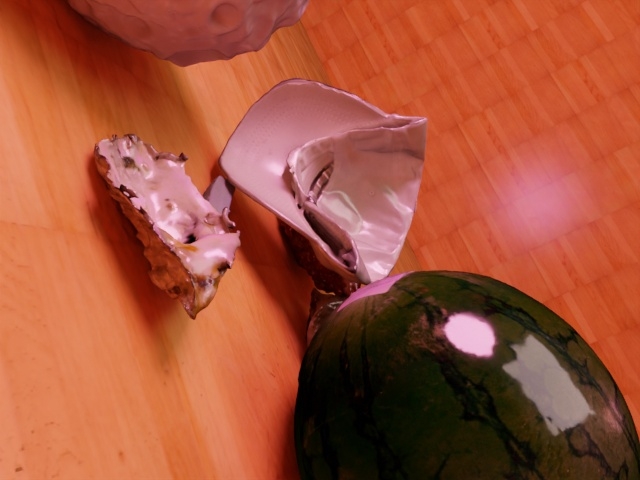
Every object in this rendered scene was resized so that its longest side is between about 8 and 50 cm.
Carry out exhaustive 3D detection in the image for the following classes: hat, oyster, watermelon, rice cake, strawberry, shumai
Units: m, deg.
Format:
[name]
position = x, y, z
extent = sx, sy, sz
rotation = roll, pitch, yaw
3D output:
[hat]
position = 0.002, -0.079, 0.709
extent = 0.301, 0.258, 0.168
rotation = 26, -23, 2
[oyster]
position = -0.146, -0.021, 0.462
extent = 0.209, 0.072, 0.133
rotation = 45, 19, 12
[watermelon]
position = 0.141, 0.205, 0.507
extent = 0.363, 0.363, 0.363
rotation = 55, 16, -25
[rice cake]
position = -0.127, -0.023, 0.576
extent = 0.042, 0.030, 0.180
rotation = 45, 21, -26
[strawberry]
position = 0.010, 0.007, 0.841
extent = 0.174, 0.098, 0.228
rotation = 10, 55, -58
[shumai]
position = 0.017, 0.142, 0.702
extent = 0.139, 0.105, 0.123
rotation = 47, 63, -19

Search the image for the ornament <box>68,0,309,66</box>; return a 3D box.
[ornament]
position = -0.139, -0.368, 0.527
extent = 0.337, 0.337, 0.337
rotation = 55, 16, -25
